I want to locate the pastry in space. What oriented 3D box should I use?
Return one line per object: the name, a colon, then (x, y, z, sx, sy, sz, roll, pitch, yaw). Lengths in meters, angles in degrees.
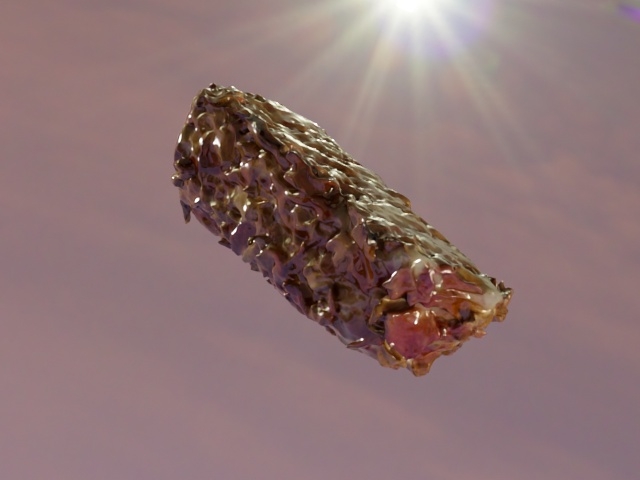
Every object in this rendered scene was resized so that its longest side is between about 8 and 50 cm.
pastry: (0.002, 0.001, 0.735, 0.087, 0.063, 0.169, 23, -166, -43)
